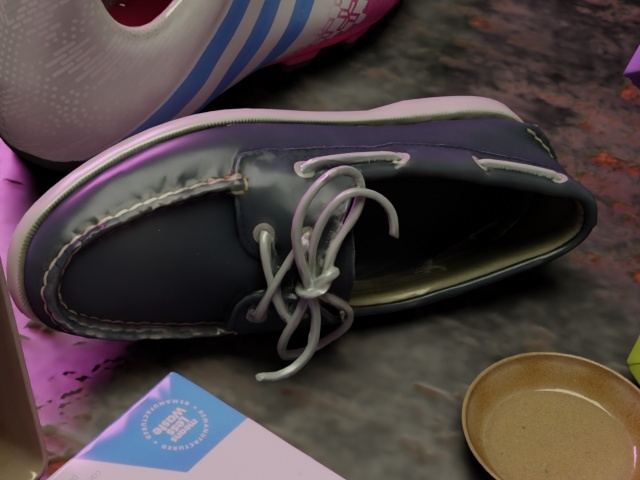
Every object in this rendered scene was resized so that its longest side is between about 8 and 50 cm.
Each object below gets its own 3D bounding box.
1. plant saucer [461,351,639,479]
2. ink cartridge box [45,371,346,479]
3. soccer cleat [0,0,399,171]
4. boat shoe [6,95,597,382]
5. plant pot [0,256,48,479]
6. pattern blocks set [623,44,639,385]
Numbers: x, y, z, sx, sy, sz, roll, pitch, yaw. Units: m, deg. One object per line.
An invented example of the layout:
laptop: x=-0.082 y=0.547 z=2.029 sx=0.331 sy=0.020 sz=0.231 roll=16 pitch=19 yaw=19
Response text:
plant saucer: x=0.097 y=0.080 z=0.599 sx=0.083 sy=0.015 sz=0.083 roll=4 pitch=42 yaw=-4
ink cartridge box: x=-0.013 y=0.132 z=0.492 sx=0.180 sy=0.060 sz=0.104 roll=29 pitch=46 yaw=22
soccer cleat: x=-0.037 y=-0.153 z=0.740 sx=0.116 sy=0.143 sz=0.331 roll=27 pitch=46 yaw=21
boat shoe: x=0.000 y=0.000 z=0.620 sx=0.255 sy=0.095 sz=0.079 roll=-8 pitch=32 yaw=-29
plant pot: x=-0.177 y=0.055 z=0.528 sx=0.096 sy=0.109 sz=0.109 roll=22 pitch=43 yaw=33
pattern blocks set: x=0.242 y=-0.020 z=0.578 sx=0.026 sy=0.285 sz=0.325 roll=32 pitch=16 yaw=-46
